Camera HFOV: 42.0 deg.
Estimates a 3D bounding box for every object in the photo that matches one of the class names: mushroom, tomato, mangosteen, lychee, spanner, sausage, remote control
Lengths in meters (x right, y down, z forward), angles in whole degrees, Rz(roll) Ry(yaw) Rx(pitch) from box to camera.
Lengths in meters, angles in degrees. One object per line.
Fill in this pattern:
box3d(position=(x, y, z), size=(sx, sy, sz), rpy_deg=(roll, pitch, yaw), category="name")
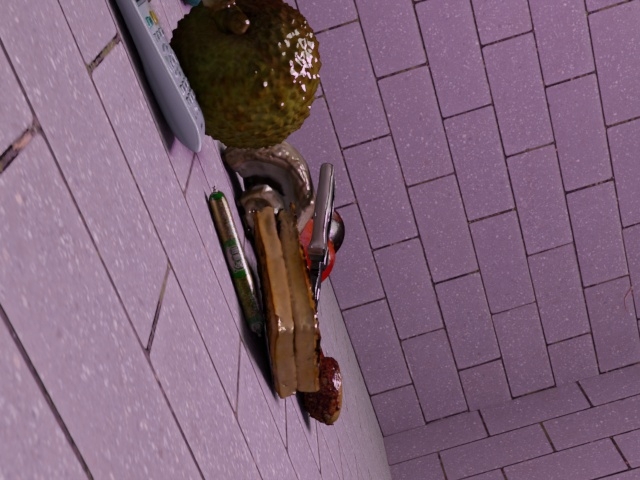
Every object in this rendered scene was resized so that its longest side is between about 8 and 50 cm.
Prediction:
box3d(position=(-0.091, -0.099, 1.779), size=(0.189, 0.164, 0.267), rpy_deg=(-56, 128, -84), category="mushroom")
box3d(position=(-0.044, 0.029, 2.033), size=(0.187, 0.151, 0.187), rpy_deg=(-18, 90, -81), category="tomato")
box3d(position=(-0.043, -0.036, 2.223), size=(0.217, 0.192, 0.192), rpy_deg=(47, 11, -15), category="mangosteen")
box3d(position=(-0.126, -0.289, 1.381), size=(0.320, 0.270, 0.269), rpy_deg=(31, 41, -76), category="lychee")
box3d(position=(0.000, 0.000, 1.698), size=(0.095, 0.040, 0.324), rpy_deg=(72, 23, -67), category="spanner")
box3d(position=(-0.142, 0.036, 1.414), size=(0.033, 0.033, 0.269), rpy_deg=(-61, 134, -85), category="sausage")
box3d(position=(-0.240, -0.268, 1.211), size=(0.103, 0.051, 0.293), rpy_deg=(-99, 168, -68), category="remote control")

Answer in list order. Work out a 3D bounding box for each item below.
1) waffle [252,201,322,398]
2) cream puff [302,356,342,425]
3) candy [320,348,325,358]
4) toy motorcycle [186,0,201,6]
box3d(position=(-0.064, 0.106, 1.515), size=(0.212, 0.091, 0.308), rpy_deg=(89, -9, -47), category="waffle")
box3d(position=(0.000, 0.320, 1.776), size=(0.149, 0.084, 0.149), rpy_deg=(180, -90, -84), category="cream puff")
box3d(position=(-0.031, 0.242, 1.937), size=(0.086, 0.059, 0.292), rpy_deg=(-103, 176, -61), category="candy")
box3d(position=(-0.270, -0.600, 1.855), size=(0.296, 0.109, 0.198), rpy_deg=(52, 24, -77), category="toy motorcycle")
